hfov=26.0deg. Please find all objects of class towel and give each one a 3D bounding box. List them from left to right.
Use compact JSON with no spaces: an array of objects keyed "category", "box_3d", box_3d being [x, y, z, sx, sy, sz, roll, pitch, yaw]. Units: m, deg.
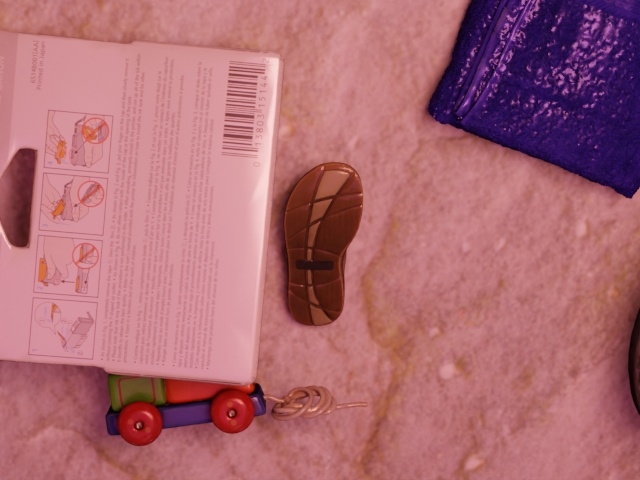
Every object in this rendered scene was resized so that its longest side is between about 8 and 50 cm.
[{"category":"towel","box_3d":[0.254,-0.208,1.249,0.228,0.076,0.308,20,107,-10]}]

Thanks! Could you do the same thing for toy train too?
[{"category":"toy train","box_3d":[-0.087,0.105,1.328,0.248,0.105,0.143,-8,96,-2]}]

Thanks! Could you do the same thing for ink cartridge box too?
[{"category":"ink cartridge box","box_3d":[-0.174,-0.030,1.242,0.261,0.066,0.296,5,92,-2]}]

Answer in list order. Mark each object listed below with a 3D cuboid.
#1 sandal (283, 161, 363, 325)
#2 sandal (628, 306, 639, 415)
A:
[{"category":"sandal","box_3d":[0.000,0.000,1.322,0.072,0.049,0.180,5,124,0]},{"category":"sandal","box_3d":[0.404,-0.025,1.323,0.167,0.107,0.445,15,95,-8]}]
